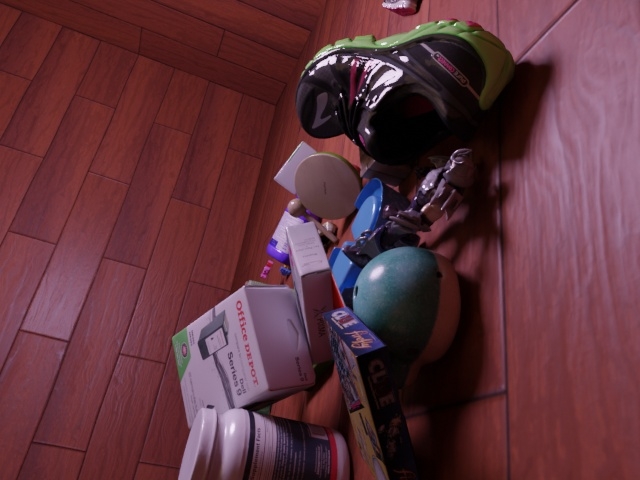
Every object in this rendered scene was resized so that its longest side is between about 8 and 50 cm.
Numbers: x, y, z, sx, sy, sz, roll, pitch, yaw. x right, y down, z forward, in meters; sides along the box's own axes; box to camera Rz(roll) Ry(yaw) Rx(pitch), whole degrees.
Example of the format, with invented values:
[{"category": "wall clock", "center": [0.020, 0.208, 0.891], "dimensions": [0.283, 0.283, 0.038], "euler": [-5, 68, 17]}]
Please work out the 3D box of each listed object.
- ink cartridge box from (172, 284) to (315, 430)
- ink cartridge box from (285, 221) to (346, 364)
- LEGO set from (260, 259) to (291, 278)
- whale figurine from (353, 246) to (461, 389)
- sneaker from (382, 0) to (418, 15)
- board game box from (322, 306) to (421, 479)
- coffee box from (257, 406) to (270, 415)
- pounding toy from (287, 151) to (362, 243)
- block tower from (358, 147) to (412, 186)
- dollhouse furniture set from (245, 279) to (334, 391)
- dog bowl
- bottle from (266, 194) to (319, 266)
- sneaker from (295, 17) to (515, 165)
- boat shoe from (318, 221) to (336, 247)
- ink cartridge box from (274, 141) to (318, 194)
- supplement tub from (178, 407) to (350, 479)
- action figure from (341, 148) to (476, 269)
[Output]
[{"category": "ink cartridge box", "center": [-0.166, 0.238, 1.079], "dimensions": [0.289, 0.122, 0.211], "euler": [-36, 62, 37]}, {"category": "ink cartridge box", "center": [0.001, 0.144, 0.961], "dimensions": [0.275, 0.060, 0.238], "euler": [85, 170, -45]}, {"category": "LEGO set", "center": [-0.129, 0.068, 1.803], "dimensions": [0.227, 0.087, 0.093], "euler": [-61, 3, 37]}, {"category": "whale figurine", "center": [0.099, 0.123, 0.815], "dimensions": [0.272, 0.141, 0.216], "euler": [121, 160, -47]}, {"category": "sneaker", "center": [0.220, -0.647, 1.416], "dimensions": [0.170, 0.063, 0.074], "euler": [-122, 50, -65]}, {"category": "board game box", "center": [0.071, 0.228, 0.727], "dimensions": [0.165, 0.042, 0.243], "euler": [-145, 38, -72]}, {"category": "coffee box", "center": [-0.169, 0.444, 1.617], "dimensions": [0.113, 0.041, 0.184], "euler": [133, 151, -60]}, {"category": "pounding toy", "center": [0.027, -0.138, 1.394], "dimensions": [0.110, 0.183, 0.236], "euler": [-50, -11, -51]}, {"category": "block tower", "center": [0.139, -0.283, 1.160], "dimensions": [0.091, 0.097, 0.335], "euler": [-47, 38, 50]}, {"category": "dollhouse furniture set", "center": [-0.087, 0.189, 1.300], "dimensions": [0.301, 0.198, 0.151], "euler": [-90, 21, -47]}, {"category": "dog bowl", "center": [0.092, 0.019, 1.094], "dimensions": [0.166, 0.074, 0.297], "euler": [-101, 31, -61]}, {"category": "bottle", "center": [-0.064, -0.061, 1.673], "dimensions": [0.118, 0.092, 0.282], "euler": [29, 94, 42]}, {"category": "sneaker", "center": [0.092, -0.236, 0.929], "dimensions": [0.483, 0.185, 0.202], "euler": [5, 69, 56]}, {"category": "boat shoe", "center": [0.000, 0.000, 1.492], "dimensions": [0.135, 0.050, 0.045], "euler": [125, 163, -49]}, {"category": "ink cartridge box", "center": [-0.061, -0.235, 1.742], "dimensions": [0.153, 0.087, 0.208], "euler": [-53, 1, 8]}, {"category": "supplement tub", "center": [-0.101, 0.412, 0.950], "dimensions": [0.191, 0.272, 0.191], "euler": [-163, 90, -75]}, {"category": "action figure", "center": [0.151, -0.048, 0.845], "dimensions": [0.185, 0.099, 0.285], "euler": [-39, -10, -41]}]
